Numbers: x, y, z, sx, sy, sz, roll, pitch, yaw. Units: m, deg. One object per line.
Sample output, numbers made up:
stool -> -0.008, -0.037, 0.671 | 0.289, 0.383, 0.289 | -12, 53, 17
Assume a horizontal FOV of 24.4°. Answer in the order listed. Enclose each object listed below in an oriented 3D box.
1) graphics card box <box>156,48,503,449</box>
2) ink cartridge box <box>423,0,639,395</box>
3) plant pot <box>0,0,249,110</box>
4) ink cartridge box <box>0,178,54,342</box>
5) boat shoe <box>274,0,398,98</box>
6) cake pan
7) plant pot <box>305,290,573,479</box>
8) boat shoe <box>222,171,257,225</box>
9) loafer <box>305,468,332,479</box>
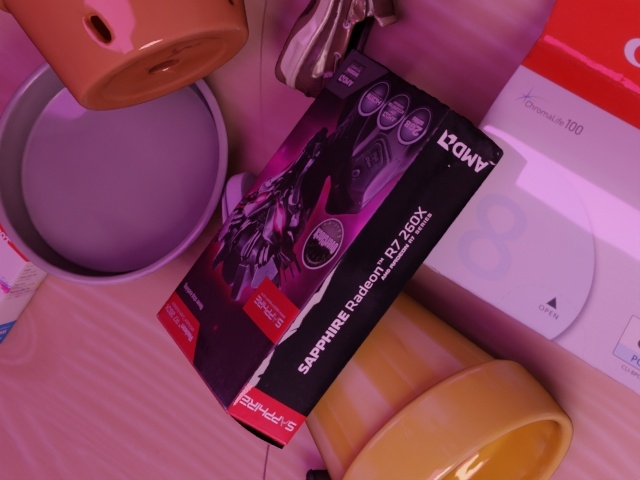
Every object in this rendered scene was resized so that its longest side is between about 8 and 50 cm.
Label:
graphics card box -> 0.000, 0.000, 1.513 | 0.371, 0.094, 0.233 | -52, 32, 4
ink cartridge box -> 0.301, -0.069, 1.449 | 0.308, 0.091, 0.385 | 32, 121, 20
plant pot -> -0.208, -0.272, 1.596 | 0.290, 0.291, 0.204 | -27, 82, 26
ink cartridge box -> -0.410, 0.011, 1.851 | 0.134, 0.078, 0.231 | 44, 112, 15
boat shoe -> 0.047, -0.264, 1.594 | 0.095, 0.095, 0.257 | 33, 118, 12
cake pan -> -0.242, -0.089, 1.724 | 0.293, 0.054, 0.293 | -2, 80, 13
plant pot -> 0.094, 0.184, 1.546 | 0.254, 0.254, 0.239 | -52, 58, 22
boat shoe -> -0.091, 0.053, 1.690 | 0.084, 0.095, 0.258 | -7, 92, 22
loafer -> 0.063, 0.341, 1.668 | 0.078, 0.080, 0.220 | -35, 77, -8
